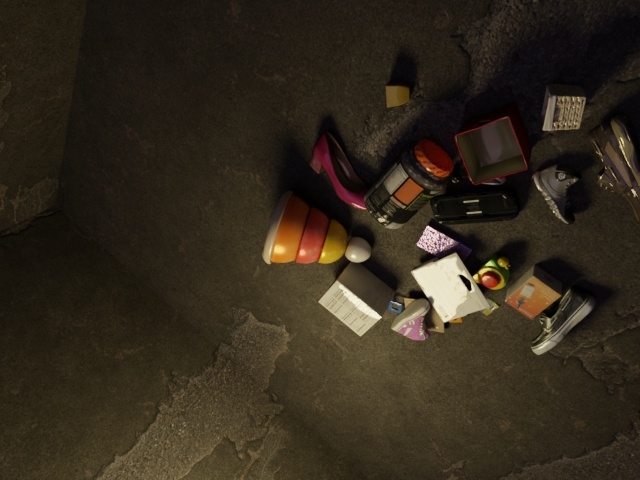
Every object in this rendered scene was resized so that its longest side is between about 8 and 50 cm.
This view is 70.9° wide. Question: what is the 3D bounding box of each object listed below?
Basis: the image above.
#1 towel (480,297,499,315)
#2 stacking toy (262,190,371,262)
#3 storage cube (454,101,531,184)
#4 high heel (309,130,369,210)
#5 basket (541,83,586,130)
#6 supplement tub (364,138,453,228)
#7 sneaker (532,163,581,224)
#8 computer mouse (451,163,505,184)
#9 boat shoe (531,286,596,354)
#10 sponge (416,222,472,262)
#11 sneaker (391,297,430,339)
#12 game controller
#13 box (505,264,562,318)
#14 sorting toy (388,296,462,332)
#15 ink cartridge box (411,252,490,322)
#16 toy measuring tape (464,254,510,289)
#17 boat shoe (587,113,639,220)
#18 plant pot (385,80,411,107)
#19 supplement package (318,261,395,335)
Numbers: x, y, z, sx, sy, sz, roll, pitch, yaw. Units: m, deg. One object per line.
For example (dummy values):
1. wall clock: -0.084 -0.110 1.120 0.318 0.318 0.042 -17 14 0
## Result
1. towel: 0.734 0.293 1.969 0.060 0.009 0.083 40 131 3
2. stacking toy: 0.000 0.000 2.055 0.480 0.350 0.350 18 128 1
3. storage cube: 0.593 -0.331 1.534 0.183 0.193 0.215 -16 111 36
4. high heel: 0.113 -0.283 1.877 0.377 0.127 0.181 38 141 8
5. basket: 0.757 -0.417 1.404 0.103 0.167 0.113 8 123 20
6. supplement tub: 0.340 -0.217 1.743 0.207 0.207 0.338 42 130 0
7. sneaker: 0.855 -0.167 1.560 0.132 0.086 0.228 -34 98 37
8. computer mouse: 0.586 -0.246 1.665 0.193 0.106 0.042 7 129 16
9. boat shoe: 0.945 0.318 1.810 0.119 0.121 0.335 37 120 15
10. sponge: 0.523 0.023 1.905 0.210 0.031 0.117 31 130 9
11. sneaker: 0.460 0.371 2.066 0.161 0.102 0.282 33 144 0
12. game controller: 0.587 -0.128 1.721 0.319 0.067 0.166 -4 135 27
13. box: 0.850 0.207 1.794 0.130 0.091 0.170 35 130 6
14. sorting toy: 0.495 0.344 2.118 0.348 0.047 0.196 5 125 28
15. ink cartridge box: 0.557 0.194 1.916 0.239 0.060 0.275 -31 93 41
16. toy measuring tape: 0.682 0.176 1.866 0.121 0.121 0.330 35 139 6
17. boat shoe: 0.968 -0.225 1.445 0.130 0.132 0.355 -16 102 46
18. plant pot: 0.289 -0.541 1.653 0.083 0.081 0.081 2 120 17
19. supplement package: 0.175 0.271 2.152 0.263 0.199 0.198 39 131 3
